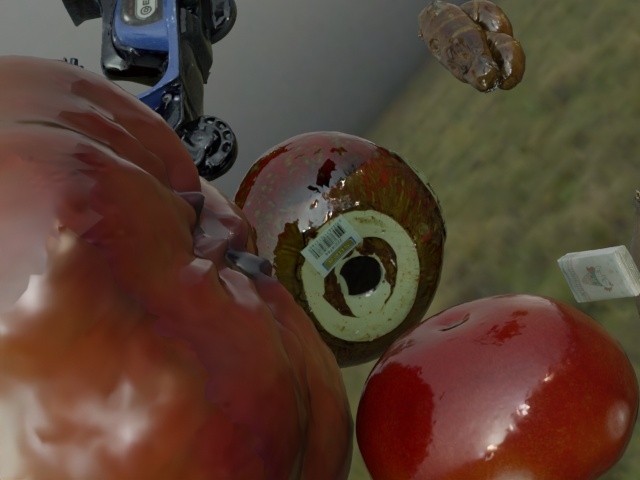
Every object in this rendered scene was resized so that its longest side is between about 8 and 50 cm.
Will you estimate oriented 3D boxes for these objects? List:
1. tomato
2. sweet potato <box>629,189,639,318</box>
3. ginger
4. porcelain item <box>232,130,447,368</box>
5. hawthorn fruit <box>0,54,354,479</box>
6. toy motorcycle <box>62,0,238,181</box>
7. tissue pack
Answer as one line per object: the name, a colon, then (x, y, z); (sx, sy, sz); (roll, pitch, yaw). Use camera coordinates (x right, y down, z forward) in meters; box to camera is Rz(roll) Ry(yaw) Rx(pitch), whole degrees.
tomato: (0.117, 0.113, 1.189); (0.195, 0.136, 0.195); (-27, 11, 6)
sweet potato: (0.478, 0.102, 2.189); (0.158, 0.370, 0.158); (-16, 3, 1)
ginger: (0.185, -0.219, 2.022); (0.103, 0.162, 0.073); (-7, -46, -24)
porcelain item: (0.000, 0.000, 1.788); (0.253, 0.253, 0.253); (-51, 1, 1)
hawthorn fruit: (-0.217, 0.125, 1.210); (0.472, 0.472, 0.472); (-51, 1, 1)
toy motorcycle: (-0.199, -0.189, 1.896); (0.125, 0.212, 0.358); (68, -166, -57)
tissue pack: (0.297, 0.036, 1.844); (0.023, 0.056, 0.108); (-32, 8, -25)
